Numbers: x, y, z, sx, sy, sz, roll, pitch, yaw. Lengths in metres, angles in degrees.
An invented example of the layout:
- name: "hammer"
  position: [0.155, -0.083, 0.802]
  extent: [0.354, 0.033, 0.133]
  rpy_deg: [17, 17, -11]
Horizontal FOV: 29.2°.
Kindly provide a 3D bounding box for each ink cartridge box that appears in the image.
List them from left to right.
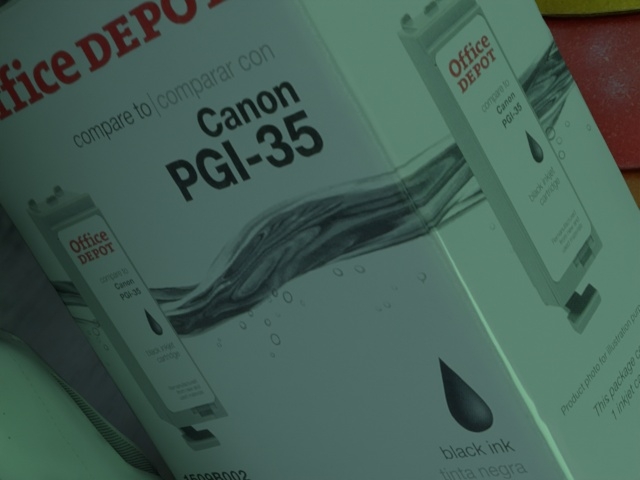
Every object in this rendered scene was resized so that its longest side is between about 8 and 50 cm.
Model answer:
- name: "ink cartridge box"
  position: [0.000, 0.000, 0.482]
  extent: [0.117, 0.207, 0.283]
  rpy_deg: [-43, 109, -42]

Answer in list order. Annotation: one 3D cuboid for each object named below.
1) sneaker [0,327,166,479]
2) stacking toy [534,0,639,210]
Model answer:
- name: "sneaker"
  position: [-0.174, 0.077, 0.474]
  extent: [0.122, 0.146, 0.330]
  rpy_deg: [-43, 130, 5]
- name: "stacking toy"
  position: [0.238, -0.175, 0.893]
  extent: [0.350, 0.351, 0.479]
  rpy_deg: [-33, 121, -49]
